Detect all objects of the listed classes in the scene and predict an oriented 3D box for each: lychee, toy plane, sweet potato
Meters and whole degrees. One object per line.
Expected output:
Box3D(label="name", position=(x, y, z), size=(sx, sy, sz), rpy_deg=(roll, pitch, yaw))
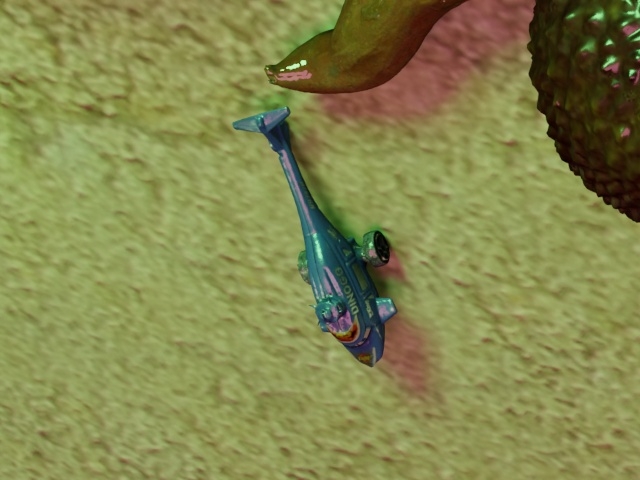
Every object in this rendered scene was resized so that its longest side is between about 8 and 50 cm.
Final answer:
Box3D(label="lychee", position=(0.188, -0.089, 0.898), size=(0.194, 0.194, 0.194), rpy_deg=(8, 124, 12))
Box3D(label="toy plane", position=(0.000, 0.000, 1.087), size=(0.054, 0.062, 0.167), rpy_deg=(-15, 106, 26))
Box3D(label="sweet potato", position=(0.052, -0.134, 0.989), size=(0.055, 0.058, 0.202), rpy_deg=(11, 145, -44))
